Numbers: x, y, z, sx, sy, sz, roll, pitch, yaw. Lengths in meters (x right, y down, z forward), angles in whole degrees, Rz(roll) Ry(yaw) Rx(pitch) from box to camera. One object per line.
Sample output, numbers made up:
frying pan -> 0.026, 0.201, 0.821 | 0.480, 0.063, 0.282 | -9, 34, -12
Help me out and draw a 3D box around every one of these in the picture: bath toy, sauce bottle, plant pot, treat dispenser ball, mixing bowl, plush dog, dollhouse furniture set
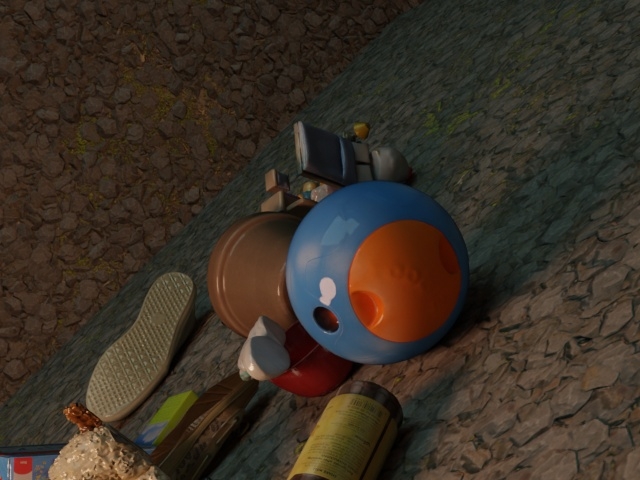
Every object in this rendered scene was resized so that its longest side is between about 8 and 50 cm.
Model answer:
bath toy -> 0.087, -0.140, 2.552 | 0.129, 0.151, 0.348 | 2, -16, -37
sauce bottle -> 0.005, 0.335, 1.417 | 0.111, 0.111, 0.344 | -28, 18, 41
plant pot -> -0.057, 0.081, 2.029 | 0.263, 0.263, 0.229 | -45, 22, -16
treat dispenser ball -> 0.088, 0.050, 1.672 | 0.288, 0.288, 0.288 | -38, 15, 12
mixing bowl -> -0.006, 0.204, 1.838 | 0.181, 0.098, 0.181 | -39, 15, 12
plush dog -> -0.374, 0.397, 1.652 | 0.225, 0.210, 0.262 | -51, 22, -12
dollhouse furniture set -> 0.037, -0.169, 2.273 | 0.198, 0.286, 0.303 | -29, 55, 40

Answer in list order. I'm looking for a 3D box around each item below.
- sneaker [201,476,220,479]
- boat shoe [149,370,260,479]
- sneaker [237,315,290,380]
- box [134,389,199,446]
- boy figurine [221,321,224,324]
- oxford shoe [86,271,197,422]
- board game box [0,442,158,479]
sneaker -> -0.174, 0.416, 1.717 | 0.075, 0.063, 0.170 | -56, 16, -28
boat shoe -> -0.205, 0.351, 1.943 | 0.285, 0.089, 0.104 | -45, 17, -23
sneaker -> -0.105, 0.203, 1.785 | 0.094, 0.080, 0.212 | -51, 7, 11
box -> -0.327, 0.392, 2.199 | 0.109, 0.042, 0.178 | -24, 23, 50
boy figurine -> -0.115, 0.069, 2.359 | 0.177, 0.092, 0.285 | -11, 54, 61
oxford shoe -> -0.427, 0.276, 2.643 | 0.130, 0.169, 0.449 | 92, -162, -49
board game box -> -0.473, 0.429, 1.991 | 0.302, 0.308, 0.086 | -11, 78, 58
